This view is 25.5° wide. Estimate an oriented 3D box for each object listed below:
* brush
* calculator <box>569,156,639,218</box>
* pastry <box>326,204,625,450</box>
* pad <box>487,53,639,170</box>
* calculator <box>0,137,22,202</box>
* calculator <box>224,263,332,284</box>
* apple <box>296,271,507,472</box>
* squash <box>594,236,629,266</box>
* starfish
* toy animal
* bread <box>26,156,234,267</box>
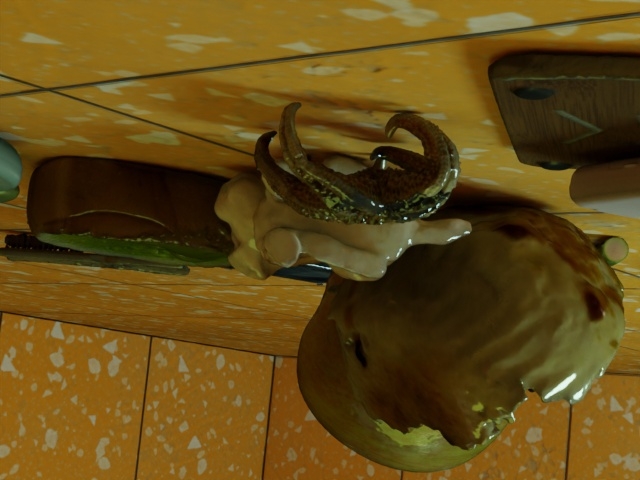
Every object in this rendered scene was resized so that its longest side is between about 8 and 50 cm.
[{"bbox_3d":[-0.291,0.017,1.817,0.248,0.036,0.043,5,174,9],"label":"brush"},{"bbox_3d":[0.248,-0.036,0.958,0.100,0.032,0.175,9,173,-30],"label":"calculator"},{"bbox_3d":[0.133,0.048,1.246,0.256,0.237,0.170,7,138,54],"label":"pastry"},{"bbox_3d":[0.257,-0.070,0.890,0.284,0.018,0.286,3,173,13],"label":"pad"},{"bbox_3d":[-0.352,-0.079,1.166,0.184,0.042,0.295,3,169,19],"label":"calculator"},{"bbox_3d":[-0.060,0.029,1.809,0.261,0.021,0.161,12,171,-35],"label":"calculator"},{"bbox_3d":[0.092,0.118,1.543,0.264,0.264,0.264,6,172,1],"label":"apple"},{"bbox_3d":[0.287,0.015,1.431,0.027,0.027,0.083,6,171,-3],"label":"squash"},{"bbox_3d":[0.023,-0.048,1.025,0.146,0.074,0.190,0,174,1],"label":"starfish"},{"bbox_3d":[0.010,-0.008,1.203,0.184,0.104,0.185,8,168,-20],"label":"toy animal"},{"bbox_3d":[-0.170,-0.022,1.343,0.236,0.070,0.236,6,173,1],"label":"bread"}]
